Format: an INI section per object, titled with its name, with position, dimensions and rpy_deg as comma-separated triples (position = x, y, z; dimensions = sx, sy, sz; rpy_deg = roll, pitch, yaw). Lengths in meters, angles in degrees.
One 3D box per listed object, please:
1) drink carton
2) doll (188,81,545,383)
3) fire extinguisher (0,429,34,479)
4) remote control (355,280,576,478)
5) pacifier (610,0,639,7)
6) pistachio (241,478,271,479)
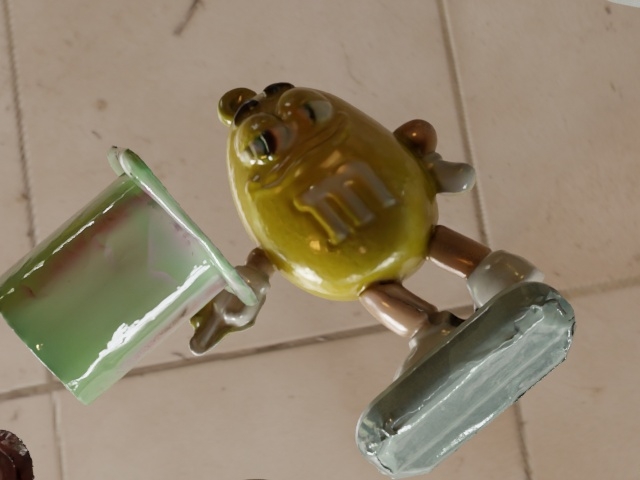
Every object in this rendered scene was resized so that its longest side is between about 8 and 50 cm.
[drink carton]
position = -0.146, 0.032, 0.837
dimensions = 0.142, 0.146, 0.144
rpy_deg = -43, 104, -9
[doll]
position = 0.037, 0.004, 1.315
dimensions = 0.423, 0.161, 0.348
rpy_deg = 14, 67, 11
[fire extinguisher]
position = -0.438, 0.240, 1.195
dimensions = 0.337, 0.147, 0.106
rpy_deg = -3, 84, 28
[remote control]
position = 0.140, 0.137, 1.130
dimensions = 0.247, 0.104, 0.052
rpy_deg = -42, 37, 6
[pacifier]
position = 0.203, -0.237, 0.816
dimensions = 0.207, 0.279, 0.227
rpy_deg = 45, 77, -11
[pistachio]
position = -0.126, 0.392, 1.590
dimensions = 0.185, 0.124, 0.124
rpy_deg = -31, 74, -7
